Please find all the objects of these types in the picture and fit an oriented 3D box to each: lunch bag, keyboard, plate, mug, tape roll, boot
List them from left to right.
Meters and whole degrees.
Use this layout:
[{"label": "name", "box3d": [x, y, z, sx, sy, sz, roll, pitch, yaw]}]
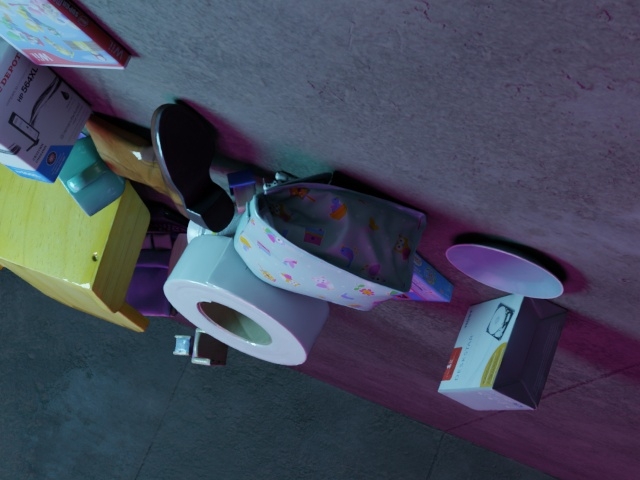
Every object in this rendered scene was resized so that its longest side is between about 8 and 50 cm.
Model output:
[{"label": "mug", "box3d": [-0.408, -0.115, 1.641, 0.158, 0.097, 0.129, 48, 171, 45]}, {"label": "keyboard", "box3d": [-0.443, -0.051, 1.995, 0.317, 0.033, 0.201, 0, 159, 37]}, {"label": "boot", "box3d": [-0.277, -0.157, 1.461, 0.280, 0.096, 0.264, 30, 162, 32]}, {"label": "tape roll", "box3d": [-0.130, 0.107, 1.611, 0.286, 0.100, 0.286, 23, 156, 11]}, {"label": "lunch bag", "box3d": [0.000, 0.000, 1.411, 0.262, 0.160, 0.223, 18, 164, -9]}, {"label": "plate", "box3d": [0.285, 0.040, 1.403, 0.188, 0.024, 0.188, 21, 165, 6]}]

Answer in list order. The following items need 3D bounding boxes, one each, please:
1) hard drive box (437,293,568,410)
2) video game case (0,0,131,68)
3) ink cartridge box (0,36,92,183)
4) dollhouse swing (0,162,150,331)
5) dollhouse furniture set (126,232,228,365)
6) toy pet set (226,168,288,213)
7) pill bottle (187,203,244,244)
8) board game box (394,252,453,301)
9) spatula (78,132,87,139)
[{"label": "hard drive box", "box3d": [0.315, 0.199, 1.597, 0.089, 0.181, 0.232, 25, 163, -9]}, {"label": "video game case", "box3d": [-0.407, -0.315, 1.181, 0.204, 0.025, 0.285, 10, 161, 37]}, {"label": "ink cartridge box", "box3d": [-0.471, -0.202, 1.411, 0.086, 0.148, 0.203, 15, 163, 29]}, {"label": "dollhouse swing", "box3d": [-0.499, -0.001, 1.919, 0.347, 0.315, 0.305, 15, 175, 26]}, {"label": "dollhouse furniture set", "box3d": [-0.365, 0.113, 1.996, 0.303, 0.286, 0.198, 2, 169, 25]}, {"label": "toy pet set", "box3d": [-0.090, -0.086, 1.480, 0.114, 0.065, 0.122, -12, 169, -6]}, {"label": "pill bottle", "box3d": [-0.132, -0.001, 1.666, 0.208, 0.119, 0.119, 14, 162, 29]}, {"label": "board game box", "box3d": [0.110, 0.061, 1.647, 0.211, 0.039, 0.160, -1, 153, 39]}, {"label": "spatula", "box3d": [-0.554, -0.203, 1.743, 0.296, 0.030, 0.084, 13, 164, 31]}]
